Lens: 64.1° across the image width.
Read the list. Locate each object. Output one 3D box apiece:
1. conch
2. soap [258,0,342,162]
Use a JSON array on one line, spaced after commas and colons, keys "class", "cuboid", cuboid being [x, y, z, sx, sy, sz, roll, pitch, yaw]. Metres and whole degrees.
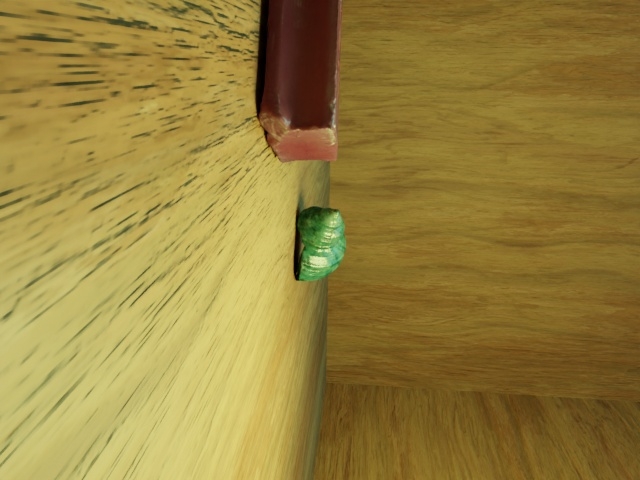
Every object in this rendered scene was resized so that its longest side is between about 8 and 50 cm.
[{"class": "conch", "cuboid": [0.002, -0.002, 1.372, 0.196, 0.134, 0.202, -84, 175, -52]}, {"class": "soap", "cuboid": [-0.026, -0.337, 0.911, 0.233, 0.128, 0.359, 50, 42, -85]}]
